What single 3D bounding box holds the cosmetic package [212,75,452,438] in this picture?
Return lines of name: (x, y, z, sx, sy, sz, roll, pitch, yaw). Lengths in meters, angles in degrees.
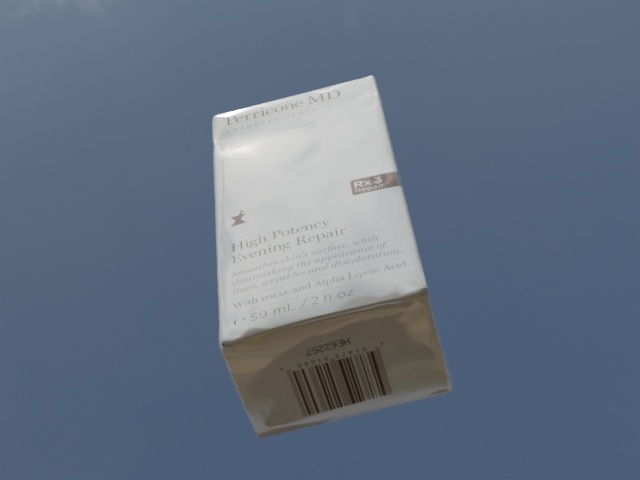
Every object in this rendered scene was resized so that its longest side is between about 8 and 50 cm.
cosmetic package: (0.000, 0.000, 0.702, 0.117, 0.231, 0.085, -14, -51, 3)
